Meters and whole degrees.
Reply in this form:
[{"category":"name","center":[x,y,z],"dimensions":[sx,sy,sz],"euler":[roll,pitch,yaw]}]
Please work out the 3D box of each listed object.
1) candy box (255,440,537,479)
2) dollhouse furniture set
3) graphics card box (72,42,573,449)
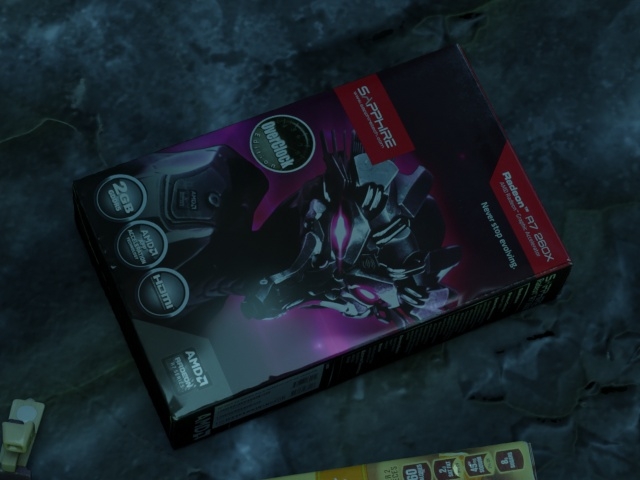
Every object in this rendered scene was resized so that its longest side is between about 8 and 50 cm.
[{"category":"candy box","center":[0.025,0.276,1.475],"dimensions":[0.316,0.087,0.183],"euler":[-7,70,-9]},{"category":"dollhouse furniture set","center":[-0.281,0.145,1.512],"dimensions":[0.114,0.091,0.081],"euler":[9,52,1]},{"category":"graphics card box","center":[0.000,0.000,1.585],"dimensions":[0.371,0.094,0.233],"euler":[-20,71,-12]}]
